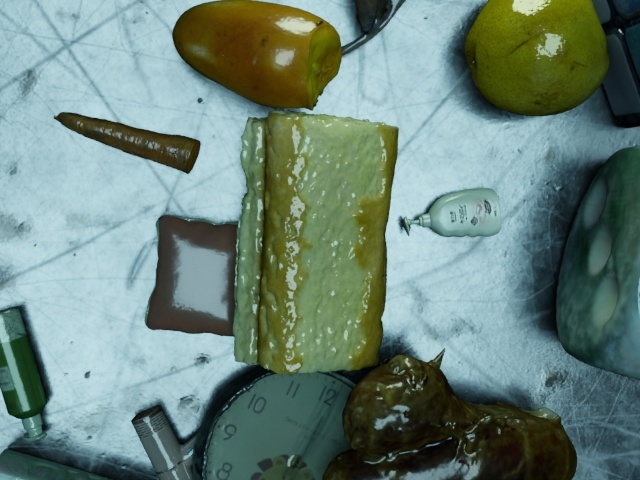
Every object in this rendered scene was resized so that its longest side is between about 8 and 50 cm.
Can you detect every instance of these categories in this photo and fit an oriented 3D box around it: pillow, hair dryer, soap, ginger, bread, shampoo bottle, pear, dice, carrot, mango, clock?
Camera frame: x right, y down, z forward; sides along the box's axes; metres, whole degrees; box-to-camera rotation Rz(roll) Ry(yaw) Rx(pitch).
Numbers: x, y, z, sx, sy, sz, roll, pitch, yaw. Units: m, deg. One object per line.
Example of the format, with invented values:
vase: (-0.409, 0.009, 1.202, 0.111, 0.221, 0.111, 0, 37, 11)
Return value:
pillow: (-0.173, 0.054, 1.580, 0.172, 0.075, 0.179, 6, 93, -6)
hair dryer: (-0.151, 0.315, 1.617, 0.220, 0.054, 0.195, -25, 96, -10)
soap: (-0.367, 0.393, 1.545, 0.262, 0.150, 0.094, 17, 95, -6)
ginger: (0.206, 0.284, 1.541, 0.419, 0.176, 0.254, 5, 101, -19)
bread: (0.000, 0.000, 1.532, 0.237, 0.165, 0.375, -3, 98, -38)
shampoo bottle: (0.202, -0.038, 1.624, 0.152, 0.045, 0.077, -6, 94, -4)
pear: (0.315, -0.284, 1.547, 0.209, 0.209, 0.208, 0, 93, -5)
dice: (0.555, 0.057, 1.512, 0.331, 0.348, 0.327, 14, 90, -7)
shampoo bottle: (-0.456, 0.204, 1.573, 0.065, 0.065, 0.204, -16, 95, -4)
carrot: (-0.295, -0.157, 1.572, 0.224, 0.057, 0.057, 17, 92, -2)
mango: (-0.107, -0.281, 1.501, 0.257, 0.187, 0.138, 14, 117, 17)
clock: (-0.037, 0.338, 1.587, 0.313, 0.061, 0.312, 0, 89, -16)

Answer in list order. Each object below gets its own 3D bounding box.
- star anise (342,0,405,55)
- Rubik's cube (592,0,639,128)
star anise: (0.060, -0.459, 1.556, 0.360, 0.139, 0.315, -21, 96, 12)
Rubik's cube: (0.565, -0.363, 1.502, 0.316, 0.318, 0.313, -22, 95, -5)
